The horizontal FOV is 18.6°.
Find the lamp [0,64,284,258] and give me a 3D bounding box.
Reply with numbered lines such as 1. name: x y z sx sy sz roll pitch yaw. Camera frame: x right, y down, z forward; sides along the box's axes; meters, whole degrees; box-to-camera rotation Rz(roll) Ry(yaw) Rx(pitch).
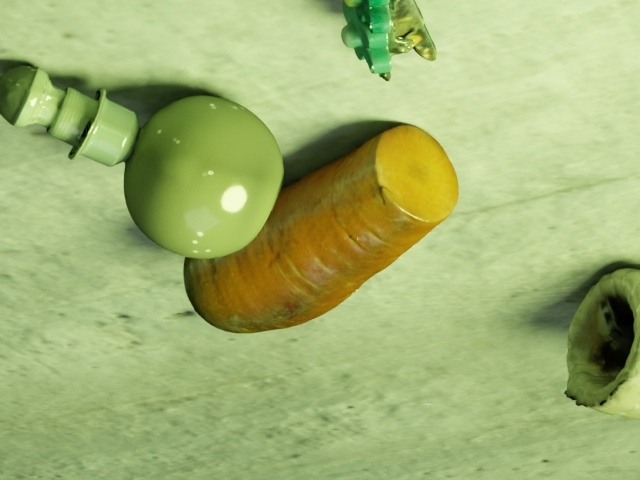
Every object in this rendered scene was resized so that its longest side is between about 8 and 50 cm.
1. lamp: -0.103 -0.053 1.076 0.163 0.091 0.091 25 150 -12

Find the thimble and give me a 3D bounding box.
1. thimble: 0.223 0.073 1.307 0.090 0.102 0.115 10 146 -19

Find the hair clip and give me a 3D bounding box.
1. hair clip: 0.030 -0.120 0.954 0.049 0.049 0.173 -2 157 5

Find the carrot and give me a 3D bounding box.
1. carrot: 0.000 0.000 1.175 0.193 0.087 0.087 -24 146 38
